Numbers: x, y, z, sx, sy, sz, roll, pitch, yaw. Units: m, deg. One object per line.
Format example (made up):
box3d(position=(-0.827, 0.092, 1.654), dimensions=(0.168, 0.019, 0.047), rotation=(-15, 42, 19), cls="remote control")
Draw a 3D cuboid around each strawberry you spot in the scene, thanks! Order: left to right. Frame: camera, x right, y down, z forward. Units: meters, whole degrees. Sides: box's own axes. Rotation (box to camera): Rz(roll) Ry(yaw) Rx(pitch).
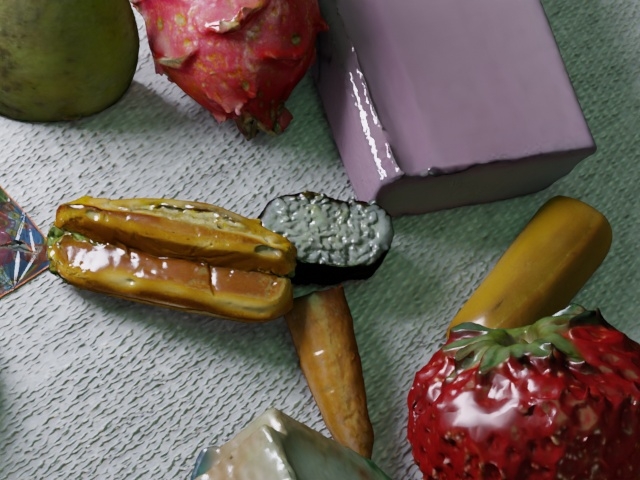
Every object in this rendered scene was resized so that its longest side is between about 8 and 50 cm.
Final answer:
box3d(position=(0.223, 0.214, 1.447), dimensions=(0.257, 0.257, 0.276), rotation=(-21, 101, -21), cls="strawberry")

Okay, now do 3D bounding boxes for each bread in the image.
box3d(position=(0.234, 0.049, 1.612), dimensions=(0.092, 0.074, 0.239), rotation=(40, 63, 2), cls="bread")

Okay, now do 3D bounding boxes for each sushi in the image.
box3d(position=(0.000, 0.000, 1.576), dimensions=(0.150, 0.078, 0.090), rotation=(3, 70, -13), cls="sushi")

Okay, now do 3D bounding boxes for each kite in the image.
box3d(position=(-0.349, 0.003, 1.530), dimensions=(0.159, 0.010, 0.190), rotation=(7, 63, -9), cls="kite")

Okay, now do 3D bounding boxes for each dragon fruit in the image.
box3d(position=(-0.095, -0.233, 1.596), dimensions=(0.205, 0.210, 0.268), rotation=(-12, 108, 4), cls="dragon fruit")

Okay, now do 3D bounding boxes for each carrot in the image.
box3d(position=(0.020, 0.146, 1.519), dimensions=(0.072, 0.072, 0.205), rotation=(-13, 74, -19), cls="carrot")

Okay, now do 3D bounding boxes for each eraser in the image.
box3d(position=(0.129, -0.217, 1.691), dimensions=(0.272, 0.122, 0.359), rotation=(-10, 69, -20), cls="eraser")

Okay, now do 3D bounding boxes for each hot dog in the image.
box3d(position=(-0.152, 0.013, 1.511), dimensions=(0.269, 0.072, 0.115), rotation=(14, 106, 5), cls="hot dog")

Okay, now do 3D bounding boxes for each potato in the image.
box3d(position=(-0.321, -0.243, 1.516), dimensions=(0.269, 0.255, 0.112), rotation=(19, 61, -4), cls="potato")

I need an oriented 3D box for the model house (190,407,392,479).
box3d(position=(-0.046, 0.358, 1.310), dimensions=(0.280, 0.245, 0.312), rotation=(-41, 47, 14), cls="model house")
